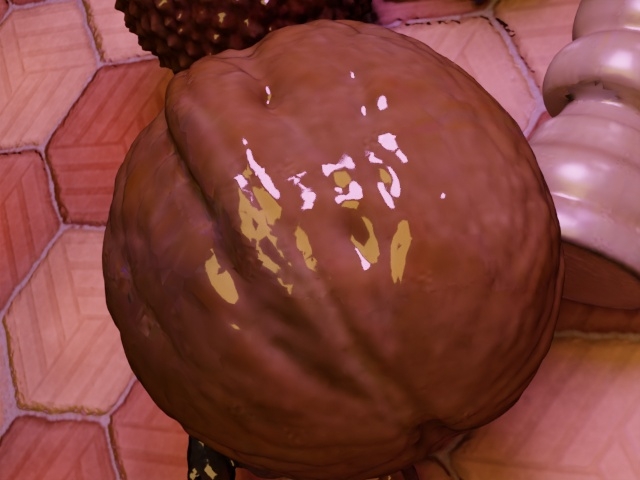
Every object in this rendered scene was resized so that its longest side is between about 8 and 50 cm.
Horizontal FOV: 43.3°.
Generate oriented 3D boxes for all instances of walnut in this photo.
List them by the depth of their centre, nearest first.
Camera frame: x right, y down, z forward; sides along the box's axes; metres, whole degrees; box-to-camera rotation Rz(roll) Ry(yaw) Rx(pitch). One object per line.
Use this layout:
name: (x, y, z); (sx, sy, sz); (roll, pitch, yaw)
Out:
walnut: (0.000, 0.000, 0.565); (0.333, 0.333, 0.332); (-8, 70, 23)

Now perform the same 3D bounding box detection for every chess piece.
chess piece: (0.249, -0.105, 0.699); (0.167, 0.167, 0.299); (17, 74, 29)

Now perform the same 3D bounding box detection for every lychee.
lychee: (-0.085, -0.280, 0.835); (0.268, 0.267, 0.267); (-8, 70, 23)

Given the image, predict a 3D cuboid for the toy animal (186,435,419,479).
toy animal: (0.019, 0.154, 0.723); (0.298, 0.122, 0.185); (-44, 60, 5)
